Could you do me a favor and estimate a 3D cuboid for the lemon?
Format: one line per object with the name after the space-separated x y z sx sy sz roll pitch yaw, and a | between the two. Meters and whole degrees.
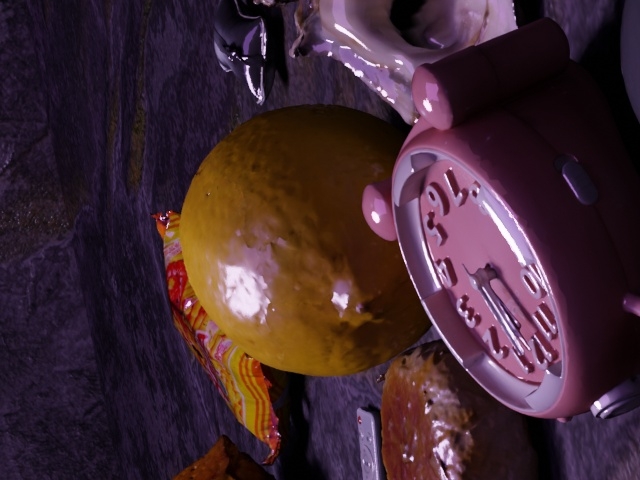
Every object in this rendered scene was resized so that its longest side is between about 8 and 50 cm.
-0.002 -0.001 1.575 0.263 0.236 0.236 21 126 38 | lemon

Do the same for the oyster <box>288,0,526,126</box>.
0.072 -0.188 1.417 0.271 0.100 0.275 64 147 31 | oyster

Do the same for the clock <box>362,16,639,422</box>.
0.154 0.005 1.249 0.241 0.142 0.227 61 160 19 | clock

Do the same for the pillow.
-0.080 -0.207 1.986 0.091 0.055 0.135 65 173 -29 | pillow

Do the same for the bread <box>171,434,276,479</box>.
-0.082 0.357 2.237 0.246 0.135 0.232 60 -177 -30 | bread

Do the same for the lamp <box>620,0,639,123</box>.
0.236 -0.156 0.818 0.182 0.182 0.313 -144 62 -66 | lamp

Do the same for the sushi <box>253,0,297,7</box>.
-0.036 -0.291 1.729 0.090 0.078 0.150 -136 37 -61 | sushi

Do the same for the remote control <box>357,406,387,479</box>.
0.062 0.262 1.922 0.050 0.027 0.184 -166 69 -70 | remote control

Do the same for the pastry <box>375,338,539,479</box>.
0.111 0.171 1.565 0.192 0.093 0.182 163 96 -74 | pastry

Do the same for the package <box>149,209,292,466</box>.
-0.103 0.101 2.189 0.288 0.108 0.223 55 168 30 | package
